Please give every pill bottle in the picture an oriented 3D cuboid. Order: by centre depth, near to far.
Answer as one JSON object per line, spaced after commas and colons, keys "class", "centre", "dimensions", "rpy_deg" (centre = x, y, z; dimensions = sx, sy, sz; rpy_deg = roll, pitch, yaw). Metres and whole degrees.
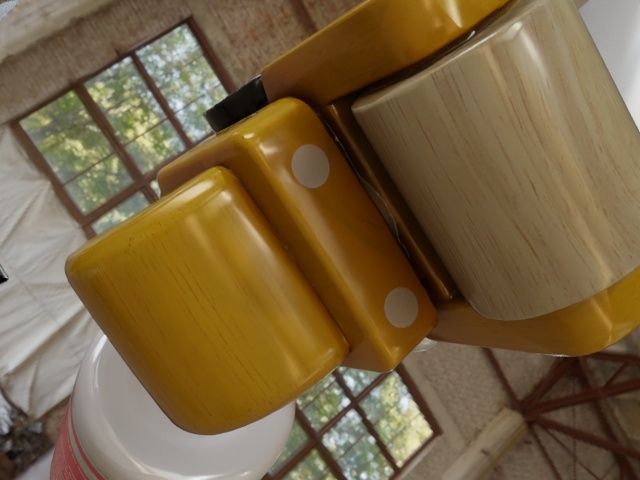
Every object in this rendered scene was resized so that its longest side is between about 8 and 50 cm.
{"class": "pill bottle", "centre": [-0.200, 0.255, 0.894], "dimensions": [0.229, 0.229, 0.408], "rpy_deg": [47, -41, 11]}

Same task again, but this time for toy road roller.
{"class": "toy road roller", "centre": [0.000, 0.000, 0.438], "dimensions": [0.202, 0.240, 0.329], "rpy_deg": [56, -26, -13]}

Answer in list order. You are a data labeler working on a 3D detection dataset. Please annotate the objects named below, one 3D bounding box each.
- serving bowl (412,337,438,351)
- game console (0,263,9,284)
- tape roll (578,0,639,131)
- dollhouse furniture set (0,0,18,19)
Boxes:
{"class": "serving bowl", "centre": [0.109, 0.078, 0.795], "dimensions": [0.083, 0.083, 0.027], "rpy_deg": [56, -26, -12]}
{"class": "game console", "centre": [-0.259, 0.115, 0.437], "dimensions": [0.361, 0.213, 0.044], "rpy_deg": [59, -14, -3]}
{"class": "tape roll", "centre": [0.272, -0.052, 0.549], "dimensions": [0.246, 0.169, 0.246], "rpy_deg": [24, -10, 5]}
{"class": "dollhouse furniture set", "centre": [-0.386, -0.235, 0.571], "dimensions": [0.259, 0.135, 0.262], "rpy_deg": [33, -26, -12]}
